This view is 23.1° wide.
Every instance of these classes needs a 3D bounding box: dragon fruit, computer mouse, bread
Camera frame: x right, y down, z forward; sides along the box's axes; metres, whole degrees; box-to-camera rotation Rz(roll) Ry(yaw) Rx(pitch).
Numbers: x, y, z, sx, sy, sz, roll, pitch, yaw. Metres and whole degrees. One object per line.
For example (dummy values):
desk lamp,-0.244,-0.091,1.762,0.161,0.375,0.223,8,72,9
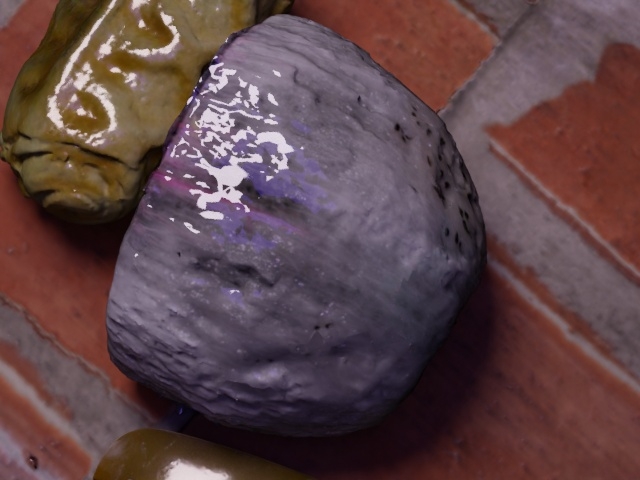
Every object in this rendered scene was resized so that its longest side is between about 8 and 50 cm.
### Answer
dragon fruit,0.000,0.000,1.066,0.221,0.204,0.283,28,77,4
computer mouse,-0.067,0.198,1.092,0.199,0.045,0.102,20,73,2
bread,-0.130,-0.134,1.134,0.152,0.130,0.267,21,72,40
